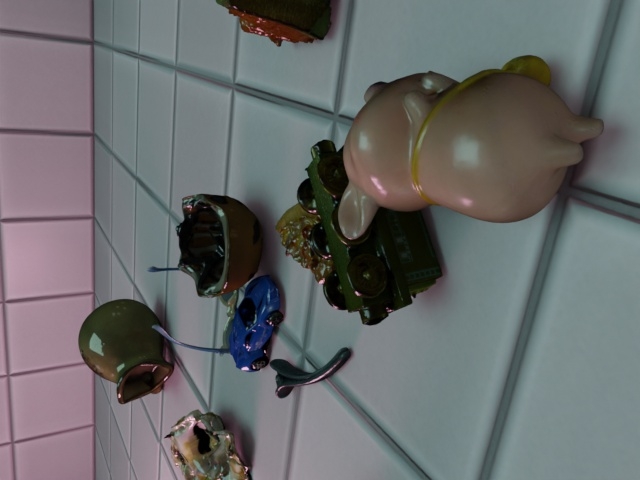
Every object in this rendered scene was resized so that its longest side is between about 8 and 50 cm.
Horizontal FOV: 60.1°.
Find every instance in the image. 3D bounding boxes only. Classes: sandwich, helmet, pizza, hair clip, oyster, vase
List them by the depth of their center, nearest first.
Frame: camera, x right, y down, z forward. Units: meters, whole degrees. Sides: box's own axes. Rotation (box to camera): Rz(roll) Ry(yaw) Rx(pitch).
[{"bbox_3d":[-0.076,-0.355,0.796,0.160,0.184,0.109,21,104,53],"label":"sandwich"},{"bbox_3d":[-0.003,0.001,0.832,0.246,0.058,0.127,47,133,49],"label":"pizza"},{"bbox_3d":[-0.014,0.214,0.906,0.229,0.039,0.070,-29,69,51],"label":"hair clip"},{"bbox_3d":[-0.179,0.004,1.056,0.224,0.130,0.199,25,116,47],"label":"helmet"},{"bbox_3d":[-0.255,0.482,1.285,0.354,0.107,0.201,-18,98,46],"label":"oyster"},{"bbox_3d":[-0.561,0.359,1.682,0.302,0.240,0.329,45,160,30],"label":"vase"}]

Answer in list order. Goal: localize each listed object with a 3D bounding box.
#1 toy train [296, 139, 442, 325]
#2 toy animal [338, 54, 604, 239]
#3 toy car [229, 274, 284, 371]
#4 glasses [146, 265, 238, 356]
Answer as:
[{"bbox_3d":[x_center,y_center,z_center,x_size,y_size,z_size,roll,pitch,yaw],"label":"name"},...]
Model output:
[{"bbox_3d":[0.060,-0.017,0.657,0.090,0.137,0.226,-37,66,62],"label":"toy train"},{"bbox_3d":[0.128,-0.091,0.520,0.248,0.165,0.149,3,115,52],"label":"toy animal"},{"bbox_3d":[-0.129,0.160,1.054,0.103,0.063,0.216,54,137,42],"label":"toy car"},{"bbox_3d":[-0.241,0.130,1.123,0.088,0.220,0.190,-19,67,23],"label":"glasses"}]
